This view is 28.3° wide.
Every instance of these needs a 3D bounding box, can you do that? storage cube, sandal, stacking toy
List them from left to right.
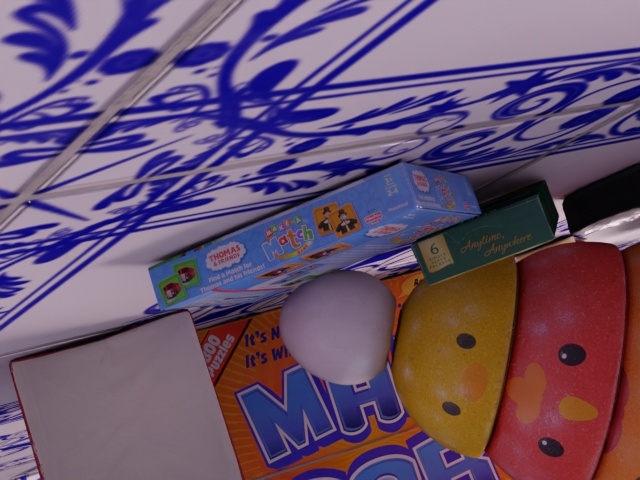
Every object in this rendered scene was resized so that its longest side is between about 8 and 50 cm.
[{"bbox_3d":[-0.191,0.201,1.266,0.183,0.215,0.193,-16,165,-13],"label":"storage cube"},{"bbox_3d":[0.193,0.127,1.285,0.479,0.351,0.350,8,171,2],"label":"stacking toy"},{"bbox_3d":[0.442,-0.067,1.224,0.167,0.107,0.445,-9,168,-45],"label":"sandal"}]

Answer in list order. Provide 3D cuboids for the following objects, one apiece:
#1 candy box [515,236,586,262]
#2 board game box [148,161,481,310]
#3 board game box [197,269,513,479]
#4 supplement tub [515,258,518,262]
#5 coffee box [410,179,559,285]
[{"bbox_3d":[0.245,0.089,1.843,0.316,0.088,0.183,-20,171,17],"label":"candy box"},{"bbox_3d":[0.000,0.000,0.958,0.211,0.039,0.160,-21,171,21],"label":"board game box"},{"bbox_3d":[-0.001,0.276,1.613,0.356,0.356,0.356,-15,170,-24],"label":"board game box"},{"bbox_3d":[0.207,0.061,1.654,0.107,0.071,0.071,-18,171,-5],"label":"supplement tub"},{"bbox_3d":[0.145,-0.009,1.084,0.113,0.040,0.184,-21,-178,12],"label":"coffee box"}]
